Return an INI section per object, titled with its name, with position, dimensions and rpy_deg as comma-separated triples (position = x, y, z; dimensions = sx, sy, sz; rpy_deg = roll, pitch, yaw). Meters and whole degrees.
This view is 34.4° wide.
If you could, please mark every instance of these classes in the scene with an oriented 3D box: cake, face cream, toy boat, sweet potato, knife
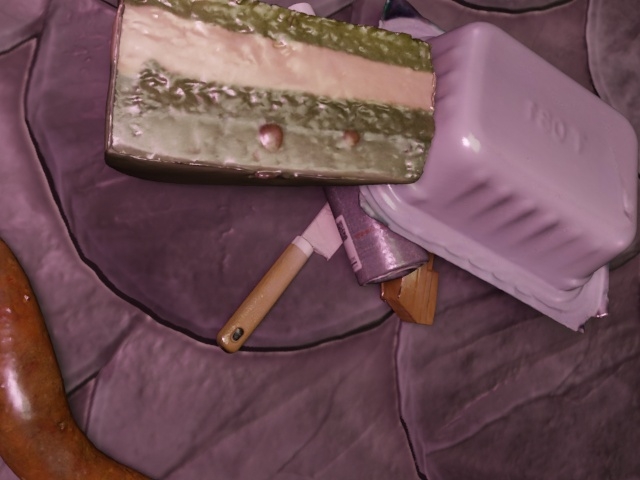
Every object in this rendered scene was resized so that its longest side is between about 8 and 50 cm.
[cake]
position = -0.054, -0.125, 0.932
dimensions = 0.283, 0.172, 0.158
rpy_deg = 6, 86, -17
[face cream]
position = 0.024, -0.096, 1.001
dimensions = 0.073, 0.073, 0.283
rpy_deg = -17, 81, -22
[toy boat]
position = 0.106, -0.018, 1.055
dimensions = 0.072, 0.064, 0.206
rpy_deg = 7, 88, -28
[sweet potato]
position = -0.232, 0.155, 0.902
dimensions = 0.108, 0.079, 0.346
rpy_deg = -38, 104, -32
[knife]
position = -0.001, 0.000, 1.037
dimensions = 0.047, 0.017, 0.298
rpy_deg = 44, 69, -16

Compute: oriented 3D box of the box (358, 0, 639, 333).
[box]
position = 0.201, -0.088, 1.016
dimensions = 0.337, 0.106, 0.264
rpy_deg = 28, 55, -27
